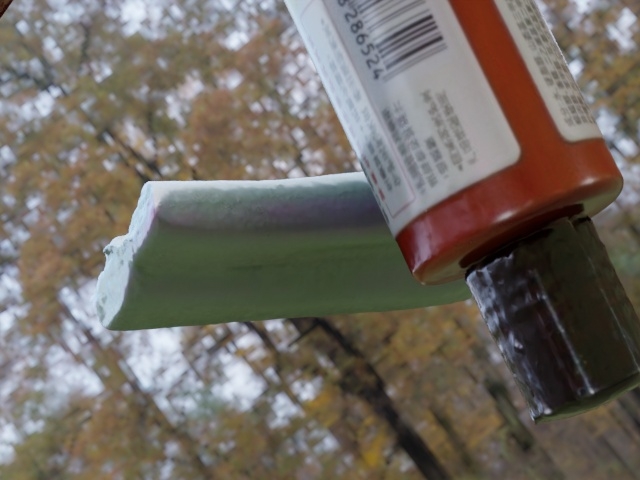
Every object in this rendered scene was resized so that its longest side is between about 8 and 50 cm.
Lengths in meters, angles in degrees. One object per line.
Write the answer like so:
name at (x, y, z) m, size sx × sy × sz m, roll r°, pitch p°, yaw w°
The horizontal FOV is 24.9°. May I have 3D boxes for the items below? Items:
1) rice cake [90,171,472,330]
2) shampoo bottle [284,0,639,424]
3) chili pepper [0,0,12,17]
rice cake at (-0.001, 0.001, 0.708) m, size 0.221 × 0.042 × 0.080 m, roll -4°, pitch -48°, yaw -33°
shampoo bottle at (0.066, -0.053, 0.652) m, size 0.104 × 0.278 × 0.104 m, roll -23°, pitch -11°, yaw -5°
chili pepper at (-0.161, 0.013, 0.308) m, size 0.268 × 0.050 × 0.059 m, roll -42°, pitch -19°, yaw 7°
